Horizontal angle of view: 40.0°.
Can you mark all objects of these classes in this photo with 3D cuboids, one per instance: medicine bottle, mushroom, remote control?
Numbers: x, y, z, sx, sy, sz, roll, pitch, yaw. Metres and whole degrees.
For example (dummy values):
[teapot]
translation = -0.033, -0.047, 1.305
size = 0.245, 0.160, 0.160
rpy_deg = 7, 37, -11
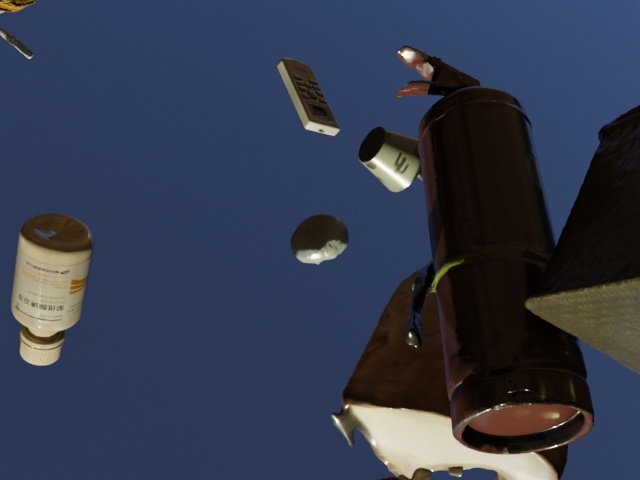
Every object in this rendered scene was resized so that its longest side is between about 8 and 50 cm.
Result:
[medicine bottle]
translation = -0.435, 0.086, 1.409
size = 0.114, 0.252, 0.114
rpy_deg = 14, -150, -8
[mushroom]
translation = 0.246, 0.186, 1.378
size = 0.397, 0.314, 0.224
rpy_deg = -61, -44, -41
[remote control]
translation = -0.026, -0.298, 1.802
size = 0.087, 0.029, 0.190
rpy_deg = 8, -132, -43

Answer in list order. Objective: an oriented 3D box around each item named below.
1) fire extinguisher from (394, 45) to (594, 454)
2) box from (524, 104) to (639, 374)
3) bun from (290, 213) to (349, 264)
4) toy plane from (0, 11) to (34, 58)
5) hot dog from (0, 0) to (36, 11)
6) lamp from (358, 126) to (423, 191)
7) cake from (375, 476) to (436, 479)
[fire extinguisher]
translation = 0.117, -0.014, 0.682
size = 0.141, 0.105, 0.341
rpy_deg = 15, -128, -25
[box]
translation = 0.262, 0.004, 0.471
size = 0.184, 0.273, 0.143
rpy_deg = 30, -105, -9
[bun]
translation = 0.000, 0.000, 1.220
size = 0.045, 0.083, 0.083
rpy_deg = 57, -139, -44
[toy plane]
translation = -0.542, -0.298, 1.298
size = 0.182, 0.107, 0.273
rpy_deg = 40, -103, 1
[hot dog]
translation = -0.235, -0.316, 0.801
size = 0.072, 0.109, 0.269
rpy_deg = 35, -104, -17
[lamp]
translation = 0.182, -0.142, 1.744
size = 0.215, 0.121, 0.121
rpy_deg = 29, -125, -27
[cake]
translation = 0.120, 0.510, 1.502
size = 0.177, 0.283, 0.151
rpy_deg = 12, -125, -22
